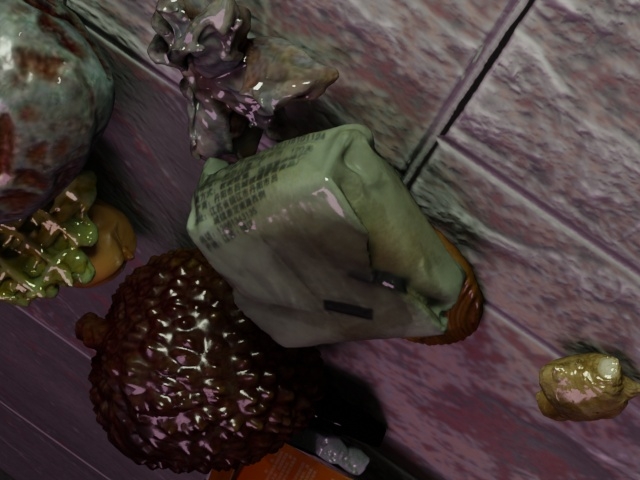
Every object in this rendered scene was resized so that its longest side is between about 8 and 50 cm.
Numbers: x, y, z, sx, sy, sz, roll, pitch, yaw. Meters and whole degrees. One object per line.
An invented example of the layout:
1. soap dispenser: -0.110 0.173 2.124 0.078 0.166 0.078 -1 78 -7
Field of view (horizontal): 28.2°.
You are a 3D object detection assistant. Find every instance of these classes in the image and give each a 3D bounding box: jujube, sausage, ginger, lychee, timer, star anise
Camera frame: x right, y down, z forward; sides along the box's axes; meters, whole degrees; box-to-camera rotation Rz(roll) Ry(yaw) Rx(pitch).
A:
1. jujube: -0.370 -0.154 1.449 0.246 0.215 0.308 35 136 2
2. sausage: -0.366 -0.017 1.764 0.241 0.136 0.120 28 150 16
3. ginger: 0.274 0.167 1.406 0.096 0.067 0.165 20 155 -16
4. lychee: -0.159 0.159 1.654 0.330 0.306 0.306 16 154 -11
5. timer: -0.007 0.233 1.815 0.187 0.055 0.144 19 169 29
6. star anise: -0.098 -0.167 1.278 0.198 0.110 0.257 42 157 -12

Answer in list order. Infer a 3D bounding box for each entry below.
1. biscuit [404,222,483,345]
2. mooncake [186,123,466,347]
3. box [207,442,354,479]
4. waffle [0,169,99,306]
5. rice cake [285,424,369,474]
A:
1. biscuit: 0.106 0.052 1.459 0.176 0.031 0.228 18 147 28
2. mooncake: 0.001 -0.004 1.323 0.254 0.136 0.250 -9 133 34
3. box: 0.002 0.414 1.903 0.341 0.143 0.225 31 168 -6
4. waffle: -0.437 -0.050 1.663 0.317 0.073 0.297 -4 104 20
5. rice cake: -0.015 0.299 1.900 0.085 0.040 0.226 31 169 -27
